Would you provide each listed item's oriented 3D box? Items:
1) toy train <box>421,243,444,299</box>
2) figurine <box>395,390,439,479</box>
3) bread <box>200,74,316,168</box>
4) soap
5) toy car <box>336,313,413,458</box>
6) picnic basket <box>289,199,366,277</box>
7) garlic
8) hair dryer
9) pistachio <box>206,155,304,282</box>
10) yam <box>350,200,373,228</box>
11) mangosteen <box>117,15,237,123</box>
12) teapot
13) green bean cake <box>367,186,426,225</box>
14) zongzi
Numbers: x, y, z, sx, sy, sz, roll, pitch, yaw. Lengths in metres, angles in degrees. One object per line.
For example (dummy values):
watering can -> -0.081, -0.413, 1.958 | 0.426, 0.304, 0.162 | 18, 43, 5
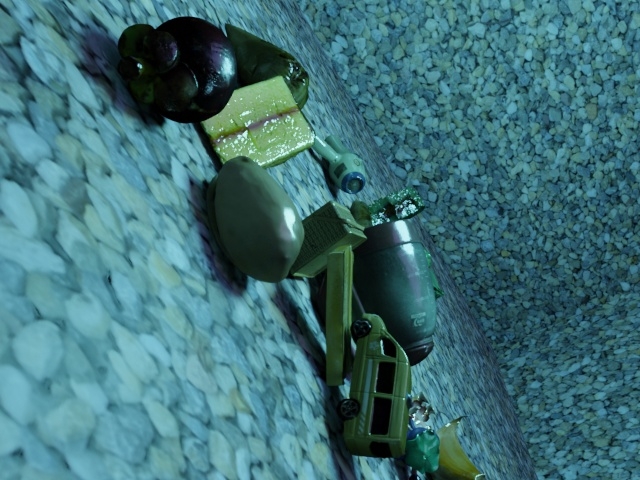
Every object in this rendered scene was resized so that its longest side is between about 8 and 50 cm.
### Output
toy train -> 0.310, 0.107, 2.099 | 0.266, 0.145, 0.202 | 31, 39, -62
figurine -> 0.211, 0.429, 1.355 | 0.112, 0.102, 0.195 | 56, 14, -15
bread -> -0.165, -0.211, 1.251 | 0.264, 0.163, 0.168 | -31, 96, -43
soap -> 0.037, 0.137, 1.155 | 0.092, 0.037, 0.252 | -29, 119, -75
toy car -> 0.108, 0.259, 1.122 | 0.101, 0.124, 0.257 | 73, 24, -50
picnic basket -> 0.000, 0.000, 1.227 | 0.080, 0.164, 0.115 | 59, 14, 18
garlic -> 0.310, 0.533, 1.492 | 0.115, 0.128, 0.207 | 10, 34, -14
hair dryer -> 0.023, -0.293, 1.929 | 0.298, 0.119, 0.296 | 46, 13, -14
pistachio -> -0.105, -0.034, 1.012 | 0.152, 0.126, 0.223 | -6, 65, -35
yam -> 0.129, -0.021, 1.855 | 0.317, 0.067, 0.071 | -94, -179, -55
mangosteen -> -0.219, -0.272, 0.958 | 0.184, 0.172, 0.173 | 27, 35, -34
teapot -> 0.120, 0.136, 1.359 | 0.314, 0.233, 0.313 | -7, 74, -43
green bean cake -> 0.255, -0.109, 2.153 | 0.107, 0.208, 0.193 | 64, 13, 12
zongzi -> -0.146, -0.425, 1.444 | 0.300, 0.145, 0.274 | 52, -2, -4
